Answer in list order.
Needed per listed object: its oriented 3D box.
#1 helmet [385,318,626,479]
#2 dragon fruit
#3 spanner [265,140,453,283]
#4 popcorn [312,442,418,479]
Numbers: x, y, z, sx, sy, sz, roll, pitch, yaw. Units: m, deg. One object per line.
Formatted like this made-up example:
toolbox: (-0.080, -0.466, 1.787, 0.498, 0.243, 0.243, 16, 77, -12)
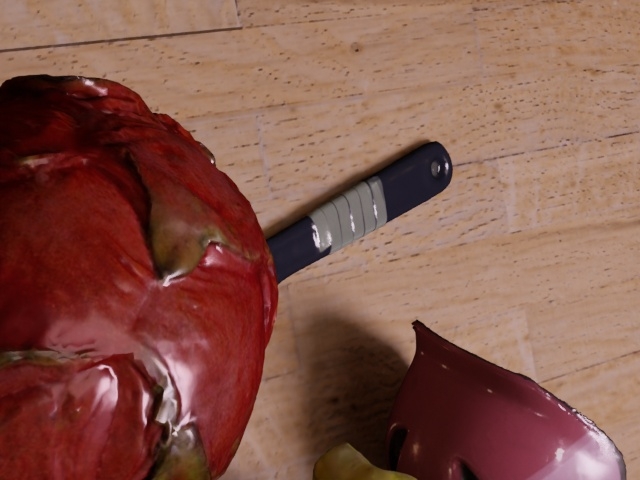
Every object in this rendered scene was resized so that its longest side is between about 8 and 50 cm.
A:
helmet: (0.128, 0.188, 1.312, 0.253, 0.198, 0.154, 38, 83, -41)
dragon fruit: (-0.169, 0.056, 0.995, 0.277, 0.277, 0.342, 50, 42, -26)
spanner: (0.000, 0.000, 1.329, 0.316, 0.024, 0.087, -29, 105, -42)
popcorn: (0.029, 0.258, 1.193, 0.235, 0.181, 0.217, 28, 87, -12)
